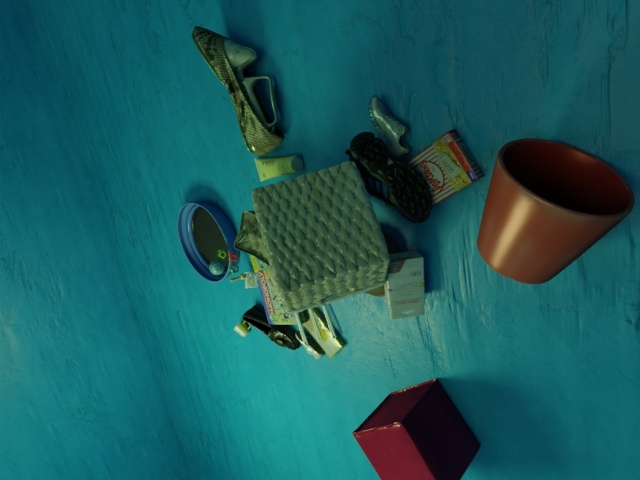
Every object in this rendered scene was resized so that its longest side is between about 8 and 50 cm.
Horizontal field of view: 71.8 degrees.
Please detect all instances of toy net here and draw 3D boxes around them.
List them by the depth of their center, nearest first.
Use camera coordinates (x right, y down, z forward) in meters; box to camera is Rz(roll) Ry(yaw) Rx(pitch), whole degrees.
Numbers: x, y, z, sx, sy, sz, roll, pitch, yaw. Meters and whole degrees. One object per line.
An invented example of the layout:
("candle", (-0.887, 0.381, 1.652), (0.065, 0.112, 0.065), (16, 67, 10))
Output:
("toy net", (-0.365, 0.128, 1.941), (0.122, 0.232, 0.045), (-64, 20, -1))

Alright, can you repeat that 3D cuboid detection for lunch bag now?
("lunch bag", (-0.117, 0.003, 1.558), (0.286, 0.235, 0.169), (25, 105, 28))

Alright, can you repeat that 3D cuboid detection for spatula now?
("spatula", (-0.038, 0.285, 1.730), (0.168, 0.019, 0.242), (-17, 94, 13))

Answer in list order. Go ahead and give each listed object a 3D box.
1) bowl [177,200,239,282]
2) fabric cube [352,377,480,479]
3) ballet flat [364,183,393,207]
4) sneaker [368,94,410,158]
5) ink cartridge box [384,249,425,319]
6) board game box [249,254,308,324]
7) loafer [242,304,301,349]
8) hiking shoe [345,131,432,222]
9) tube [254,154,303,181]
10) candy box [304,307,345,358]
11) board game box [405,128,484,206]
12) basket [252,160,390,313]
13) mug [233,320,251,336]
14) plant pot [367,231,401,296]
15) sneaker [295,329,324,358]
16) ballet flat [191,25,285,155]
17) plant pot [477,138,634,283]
("bowl", (-0.524, 0.001, 2.064), (0.390, 0.077, 0.392), (20, 122, 35))
("fabric cube", (0.314, 0.662, 1.468), (0.258, 0.254, 0.259), (56, 136, 6))
("ballet flat", (0.198, -0.144, 1.339), (0.203, 0.074, 0.074), (31, 128, 21))
("sneaker", (0.202, -0.325, 1.251), (0.082, 0.071, 0.191), (-14, 108, 39))
("ink cartridge box", (0.258, 0.138, 1.367), (0.067, 0.115, 0.198), (-106, 10, -71))
("board game box", (-0.175, 0.191, 1.832), (0.213, 0.046, 0.318), (-11, 96, 44))
("loafer", (-0.222, 0.399, 1.956), (0.302, 0.095, 0.109), (32, 128, 28))
("hiking shoe", (0.196, -0.172, 1.251), (0.304, 0.113, 0.132), (51, 169, 2))
("tube", (-0.162, -0.267, 1.617), (0.240, 0.062, 0.070), (4, 71, 47))
("candy box", (0.006, 0.367, 1.778), (0.206, 0.027, 0.105), (50, 136, 14))
("board game box", (0.324, -0.187, 1.210), (0.193, 0.045, 0.147), (-36, 83, 46))
("basket", (0.000, 0.000, 1.266), (0.266, 0.328, 0.332), (78, 175, -73))
("mug", (-0.374, 0.428, 2.139), (0.064, 0.062, 0.078), (46, 141, 6))
("plant pot", (0.150, 0.087, 1.455), (0.237, 0.109, 0.238), (20, 122, 37))
("sneaker", (-0.052, 0.439, 1.848), (0.152, 0.053, 0.061), (40, 134, 22))
("ballet flat", (-0.256, -0.539, 1.529), (0.181, 0.164, 0.483), (-21, 100, 24))
("plant pot", (0.487, -0.051, 0.986), (0.274, 0.274, 0.243), (36, 139, 25))
